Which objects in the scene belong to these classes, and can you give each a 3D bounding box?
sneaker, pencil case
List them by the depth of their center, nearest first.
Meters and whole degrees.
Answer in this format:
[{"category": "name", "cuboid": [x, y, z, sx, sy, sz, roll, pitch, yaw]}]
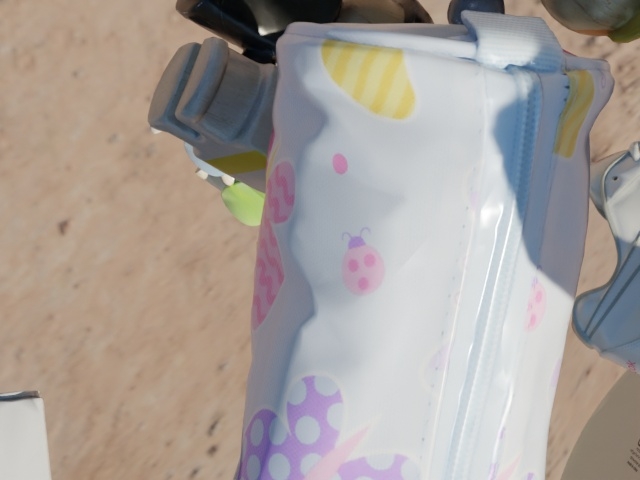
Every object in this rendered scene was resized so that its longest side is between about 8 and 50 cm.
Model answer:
[{"category": "pencil case", "cuboid": [0.025, 0.062, 0.611, 0.113, 0.124, 0.273, 7, 92, -6]}, {"category": "sneaker", "cuboid": [0.192, -0.037, 0.942, 0.115, 0.090, 0.232, 20, 82, 21]}]

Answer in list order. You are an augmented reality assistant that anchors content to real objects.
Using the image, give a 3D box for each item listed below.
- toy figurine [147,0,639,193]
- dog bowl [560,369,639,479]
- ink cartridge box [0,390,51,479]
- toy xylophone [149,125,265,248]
[{"category": "toy figurine", "cuboid": [0.035, -0.112, 0.770, 0.148, 0.209, 0.213, 28, 118, -25]}, {"category": "dog bowl", "cuboid": [0.326, 0.201, 1.627, 0.104, 0.265, 0.265, 34, 105, -15]}, {"category": "ink cartridge box", "cuboid": [-0.269, 0.325, 1.342, 0.166, 0.285, 0.395, -4, 79, -14]}, {"category": "toy xylophone", "cuboid": [0.000, 0.000, 1.443, 0.323, 0.236, 0.081, 46, 63, -5]}]
